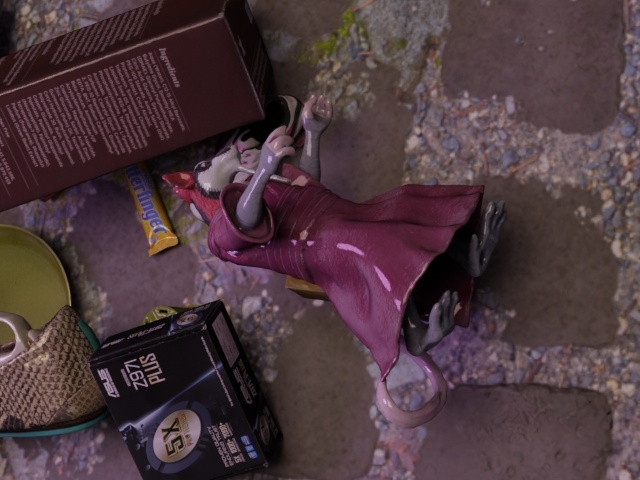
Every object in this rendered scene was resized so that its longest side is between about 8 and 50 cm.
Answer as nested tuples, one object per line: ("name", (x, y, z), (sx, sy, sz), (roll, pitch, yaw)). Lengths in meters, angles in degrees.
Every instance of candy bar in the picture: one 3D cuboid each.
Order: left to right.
("candy bar", (-0.215, -0.056, 1.842), (0.040, 0.018, 0.161), (-28, 68, 14))

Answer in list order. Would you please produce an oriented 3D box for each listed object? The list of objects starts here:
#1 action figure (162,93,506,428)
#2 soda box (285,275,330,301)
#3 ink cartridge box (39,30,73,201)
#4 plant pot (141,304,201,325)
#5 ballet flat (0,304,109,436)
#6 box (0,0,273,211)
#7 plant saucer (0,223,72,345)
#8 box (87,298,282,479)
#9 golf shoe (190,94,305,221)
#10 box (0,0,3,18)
("action figure", (0.000, 0.000, 1.610), (0.370, 0.248, 0.275), (14, 108, 24))
("soda box", (0.056, 0.040, 1.682), (0.181, 0.058, 0.061), (6, 78, 24))
("ink cartridge box", (-0.333, -0.158, 1.914), (0.179, 0.045, 0.145), (-43, 64, -6))
("plant pot", (-0.167, 0.107, 1.745), (0.083, 0.079, 0.083), (-6, 74, 22))
("ballet flat", (-0.469, 0.166, 1.760), (0.483, 0.164, 0.182), (-15, 107, 17))
("box", (-0.255, -0.166, 1.750), (0.381, 0.191, 0.143), (-20, 112, 10))
("plant saucer", (-0.403, 0.100, 1.869), (0.241, 0.037, 0.241), (-5, 75, 21))
("box", (-0.148, 0.176, 1.673), (0.147, 0.077, 0.180), (-18, 104, 17))
("golf shoe", (-0.092, -0.100, 1.766), (0.186, 0.086, 0.067), (-47, 66, 6))
("box", (-0.512, -0.221, 1.897), (0.142, 0.163, 0.247), (-15, 62, 34))
